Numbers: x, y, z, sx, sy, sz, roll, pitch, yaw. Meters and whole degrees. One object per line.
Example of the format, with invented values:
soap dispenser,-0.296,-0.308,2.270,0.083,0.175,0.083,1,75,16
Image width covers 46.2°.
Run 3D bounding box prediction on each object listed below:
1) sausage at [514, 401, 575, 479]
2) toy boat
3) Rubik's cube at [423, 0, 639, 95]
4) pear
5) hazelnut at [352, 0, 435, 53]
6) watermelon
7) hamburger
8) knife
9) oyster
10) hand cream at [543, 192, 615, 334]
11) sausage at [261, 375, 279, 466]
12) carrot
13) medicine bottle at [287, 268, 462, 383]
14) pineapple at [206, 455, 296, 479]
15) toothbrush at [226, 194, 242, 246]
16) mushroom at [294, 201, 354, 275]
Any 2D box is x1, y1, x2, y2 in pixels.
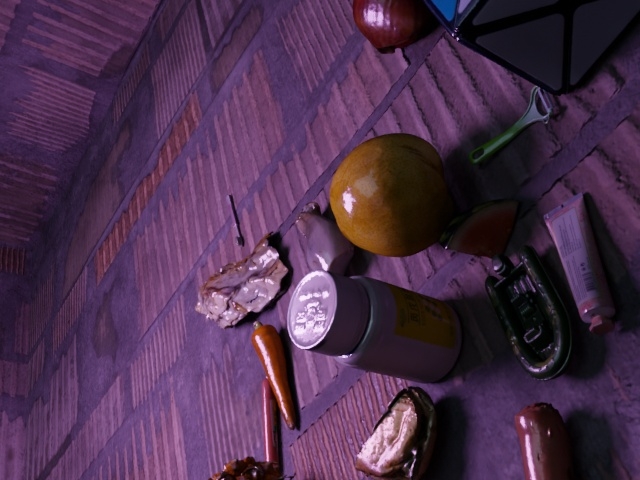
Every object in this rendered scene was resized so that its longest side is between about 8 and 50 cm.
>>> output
sausage,0.297,0.346,0.919,0.078,0.078,0.304,-38,46,42
toy boat,0.295,0.103,1.054,0.104,0.052,0.210,-45,41,32
Rubik's cube,0.305,-0.399,1.091,0.246,0.250,0.248,-54,35,27
pear,0.115,-0.072,1.249,0.209,0.208,0.209,-29,52,47
hazelnut,0.149,-0.458,1.458,0.170,0.160,0.202,-40,6,24
watermelon,0.257,-0.013,1.161,0.135,0.125,0.094,-36,75,18
hamburger,0.137,0.325,1.166,0.102,0.087,0.176,42,104,43
knife,0.302,-0.173,1.194,0.166,0.022,0.078,-43,37,36
oyster,-0.208,0.107,1.756,0.354,0.107,0.201,-38,43,42
hand cream,0.353,0.031,1.017,0.067,0.043,0.210,-39,40,38
sausage,-0.103,0.382,1.538,0.029,0.029,0.223,-38,47,42
carrot,-0.087,0.275,1.551,0.061,0.061,0.257,-48,51,33
medicine bottle,0.085,0.134,1.161,0.143,0.258,0.143,-29,53,46
pineapple,-0.055,0.514,1.263,0.271,0.262,0.263,0,75,44
toothbrush,-0.222,-0.052,1.927,0.014,0.017,0.194,-47,38,26
mushroom,0.000,0.000,1.504,0.225,0.093,0.116,-121,35,-43
